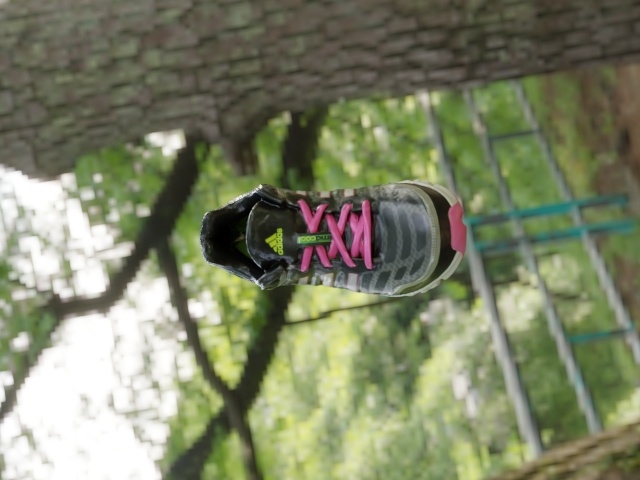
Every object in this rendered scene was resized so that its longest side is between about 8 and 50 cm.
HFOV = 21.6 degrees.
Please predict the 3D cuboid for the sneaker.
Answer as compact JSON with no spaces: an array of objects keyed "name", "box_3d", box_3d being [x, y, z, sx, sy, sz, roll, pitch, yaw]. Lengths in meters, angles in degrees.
[{"name":"sneaker","box_3d":[0.000,0.000,0.894,0.075,0.170,0.063,-3,-87,-45]}]
